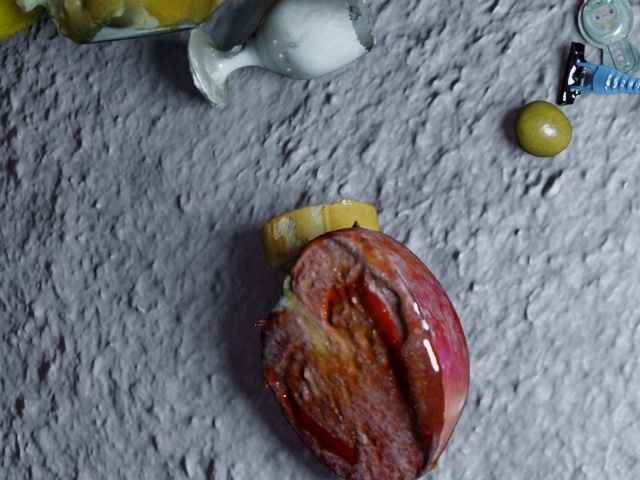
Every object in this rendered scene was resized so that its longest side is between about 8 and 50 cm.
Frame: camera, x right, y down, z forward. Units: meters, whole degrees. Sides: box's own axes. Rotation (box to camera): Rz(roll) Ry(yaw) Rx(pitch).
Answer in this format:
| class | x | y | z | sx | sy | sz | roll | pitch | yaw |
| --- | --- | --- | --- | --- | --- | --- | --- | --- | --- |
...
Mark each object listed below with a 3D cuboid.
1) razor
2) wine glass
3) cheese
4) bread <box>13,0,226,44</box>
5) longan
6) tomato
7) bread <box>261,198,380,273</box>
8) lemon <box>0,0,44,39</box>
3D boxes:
| class | x | y | z | sx | sy | sz | roll | pitch | yaw |
| --- | --- | --- | --- | --- | --- | --- | --- | --- | --- |
| razor | 0.413 | -0.178 | 1.322 | 0.253 | 0.042 | 0.082 | 16 | 100 | 23 |
| wine glass | -0.054 | -0.270 | 1.506 | 0.241 | 0.126 | 0.126 | -15 | 70 | 18 |
| cheese | 0.363 | -0.261 | 1.378 | 0.067 | 0.026 | 0.121 | -22 | 79 | 20 |
| bread | -0.244 | -0.407 | 1.542 | 0.239 | 0.395 | 0.264 | -17 | 93 | 37 |
| longan | 0.279 | -0.140 | 1.362 | 0.083 | 0.075 | 0.075 | -25 | 58 | -31 |
| tomato | 0.081 | 0.128 | 1.313 | 0.309 | 0.170 | 0.309 | 17 | 117 | 38 |
| bread | 0.000 | 0.000 | 1.406 | 0.149 | 0.122 | 0.073 | -16 | 73 | 19 |
| lemon | -0.557 | -0.423 | 1.668 | 0.268 | 0.322 | 0.268 | 19 | 117 | 42 |
